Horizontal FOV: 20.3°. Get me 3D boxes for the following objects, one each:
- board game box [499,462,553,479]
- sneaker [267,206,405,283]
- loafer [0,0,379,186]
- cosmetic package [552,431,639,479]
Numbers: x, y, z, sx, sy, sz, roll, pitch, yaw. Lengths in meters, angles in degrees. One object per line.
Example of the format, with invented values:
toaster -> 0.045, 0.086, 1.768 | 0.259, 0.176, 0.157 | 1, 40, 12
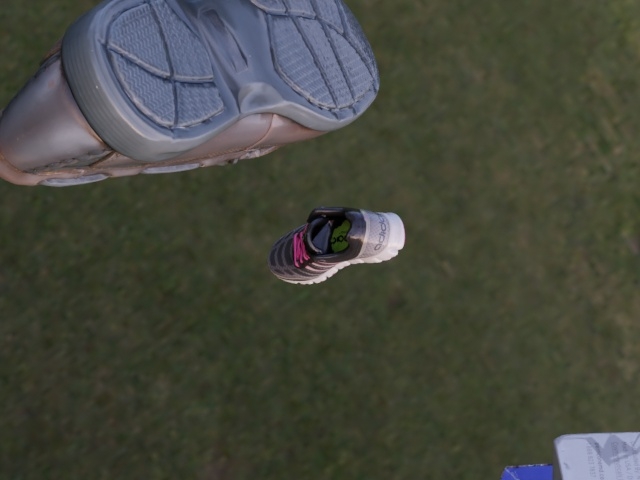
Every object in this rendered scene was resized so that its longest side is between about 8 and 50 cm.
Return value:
board game box -> 0.288, 0.430, 2.002 | 0.291, 0.141, 0.232 | 60, 40, -28
sneaker -> 0.000, 0.000, 1.792 | 0.075, 0.170, 0.063 | 18, 67, -44
loafer -> -0.061, -0.077, 0.844 | 0.096, 0.084, 0.267 | 65, 26, 3
cosmetic package -> 0.230, 0.238, 1.156 | 0.151, 0.151, 0.184 | -87, 174, -57
